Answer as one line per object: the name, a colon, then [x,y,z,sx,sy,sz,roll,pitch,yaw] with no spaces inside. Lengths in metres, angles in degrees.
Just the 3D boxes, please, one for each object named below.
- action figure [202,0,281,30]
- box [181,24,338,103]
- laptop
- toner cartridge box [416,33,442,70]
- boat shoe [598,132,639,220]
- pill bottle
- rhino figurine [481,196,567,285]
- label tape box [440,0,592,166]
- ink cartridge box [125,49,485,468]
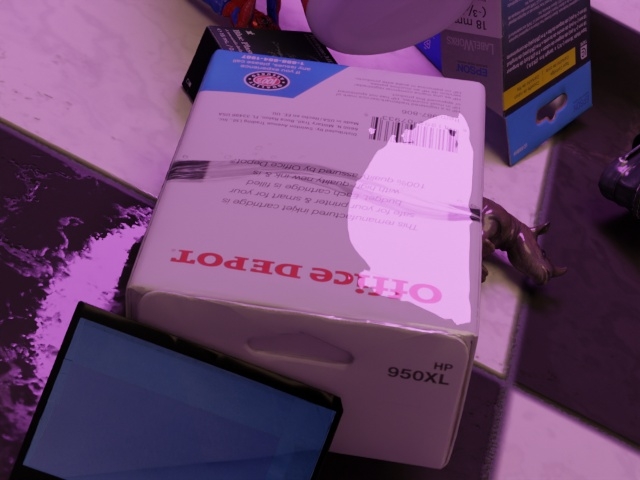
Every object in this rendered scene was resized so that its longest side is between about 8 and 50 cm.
action figure: [-0.111,-0.336,1.576,0.091,0.139,0.280,-20,61,-43]
box: [-0.051,-0.164,1.446,0.158,0.093,0.156,-3,47,-37]
laptop: [-0.119,0.212,0.927,0.234,0.136,0.264,21,35,-9]
toner cartridge box: [0.142,-0.392,1.847,0.165,0.075,0.348,-15,55,-42]
boat shoe: [0.471,-0.109,1.698,0.113,0.127,0.340,19,34,27]
pill bottle: [0.043,-0.424,1.494,0.210,0.210,0.363,-1,65,-34]
rhino figurine: [0.180,-0.011,1.432,0.243,0.073,0.106,21,41,-13]
label tape box: [0.263,-0.302,1.663,0.106,0.334,0.240,16,34,36]
ink cartridge box: [0.000,0.000,1.168,0.285,0.166,0.395,8,38,3]
